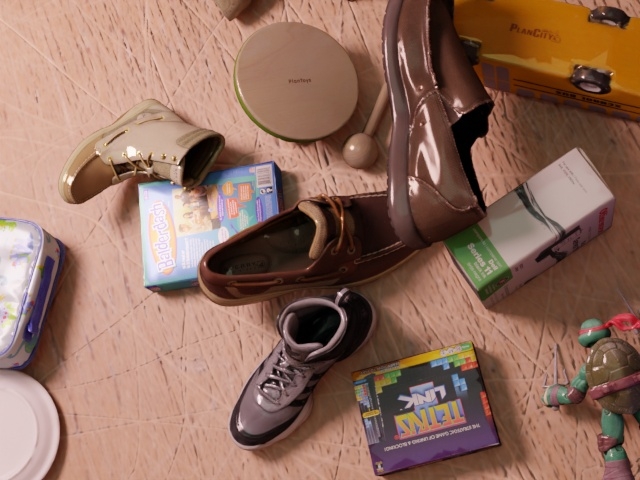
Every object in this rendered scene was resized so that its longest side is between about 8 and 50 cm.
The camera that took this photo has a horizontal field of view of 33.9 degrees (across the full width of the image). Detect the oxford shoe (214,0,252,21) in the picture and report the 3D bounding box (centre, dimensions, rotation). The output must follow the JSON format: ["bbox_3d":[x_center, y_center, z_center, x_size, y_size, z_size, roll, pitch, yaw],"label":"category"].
[{"bbox_3d":[-0.240,-0.461,1.622,0.348,0.123,0.130,33,91,20],"label":"oxford shoe"}]

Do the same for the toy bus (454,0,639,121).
[{"bbox_3d":[0.317,-0.256,1.429,0.332,0.130,0.108,16,81,17],"label":"toy bus"}]

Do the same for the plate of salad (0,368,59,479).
[{"bbox_3d":[-0.473,0.285,1.523,0.199,0.048,0.200,-1,73,3],"label":"plate of salad"}]

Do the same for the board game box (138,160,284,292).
[{"bbox_3d":[-0.155,-0.019,1.524,0.210,0.047,0.160,-8,75,10],"label":"board game box"}]

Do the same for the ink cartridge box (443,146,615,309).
[{"bbox_3d":[0.273,-0.012,1.366,0.208,0.153,0.087,-35,71,4],"label":"ink cartridge box"}]

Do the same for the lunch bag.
[{"bbox_3d":[-0.480,0.077,1.550,0.176,0.090,0.219,5,72,18],"label":"lunch bag"}]

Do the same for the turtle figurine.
[{"bbox_3d":[0.365,0.183,1.319,0.175,0.118,0.234,-19,78,8],"label":"turtle figurine"}]

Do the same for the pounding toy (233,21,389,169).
[{"bbox_3d":[-0.022,-0.202,1.527,0.236,0.110,0.183,21,68,-12],"label":"pounding toy"}]

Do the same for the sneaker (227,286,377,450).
[{"bbox_3d":[-0.041,0.163,1.394,0.101,0.153,0.268,41,88,20],"label":"sneaker"}]

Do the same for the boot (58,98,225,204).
[{"bbox_3d":[-0.257,-0.109,1.513,0.165,0.077,0.213,28,60,35],"label":"boot"}]

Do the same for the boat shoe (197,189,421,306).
[{"bbox_3d":[0.000,0.000,1.413,0.341,0.123,0.123,-13,76,-8],"label":"boat shoe"}]

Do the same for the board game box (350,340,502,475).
[{"bbox_3d":[0.139,0.223,1.392,0.170,0.048,0.141,-17,72,9],"label":"board game box"}]

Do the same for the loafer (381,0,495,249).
[{"bbox_3d":[0.160,-0.171,1.324,0.130,0.134,0.366,-6,79,24],"label":"loafer"}]
